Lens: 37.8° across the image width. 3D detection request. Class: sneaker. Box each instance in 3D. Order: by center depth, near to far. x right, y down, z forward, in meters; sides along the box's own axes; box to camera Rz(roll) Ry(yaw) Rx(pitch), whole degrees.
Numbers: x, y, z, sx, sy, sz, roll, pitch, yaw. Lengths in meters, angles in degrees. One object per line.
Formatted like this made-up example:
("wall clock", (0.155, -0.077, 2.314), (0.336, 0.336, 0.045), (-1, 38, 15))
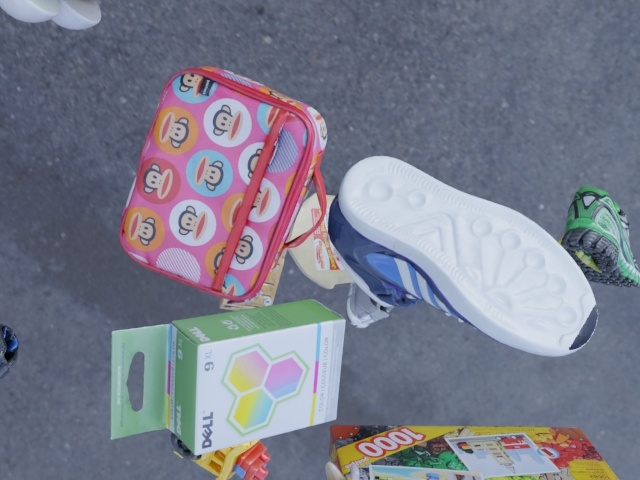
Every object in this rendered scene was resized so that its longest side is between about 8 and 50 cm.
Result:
("sneaker", (0.152, 0.038, 1.096), (0.130, 0.323, 0.236), (-54, 170, -15))
("sneaker", (-0.525, 0.165, 1.418), (0.121, 0.217, 0.079), (-38, 128, -19))
("sneaker", (0.564, 0.001, 1.829), (0.343, 0.134, 0.146), (39, 65, -59))
("sneaker", (0.125, 0.068, 1.997), (0.132, 0.228, 0.086), (-19, 152, 40))

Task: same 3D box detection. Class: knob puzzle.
("knob puzzle", (0.000, 0.000, 1.813), (0.213, 0.030, 0.213), (9, 76, -41))

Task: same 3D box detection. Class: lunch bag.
("lunch bag", (-0.118, -0.070, 1.281), (0.120, 0.258, 0.293), (-47, 159, -74))

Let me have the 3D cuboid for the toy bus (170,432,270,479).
("toy bus", (-0.180, 0.399, 1.919), (0.149, 0.211, 0.220), (-37, 157, -43))

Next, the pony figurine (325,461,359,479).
("pony figurine", (0.045, 0.483, 1.065), (0.363, 0.303, 0.351), (58, 39, -13))

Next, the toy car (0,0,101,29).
("toy car", (-0.246, -0.301, 0.919), (0.159, 0.136, 0.182), (-33, 178, 18))

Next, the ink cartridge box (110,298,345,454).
("ink cartridge box", (-0.082, 0.126, 0.858), (0.209, 0.062, 0.109), (-7, 111, -32))

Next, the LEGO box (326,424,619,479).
("LEGO box", (0.276, 0.500, 1.650), (0.500, 0.372, 0.193), (2, 108, -9))

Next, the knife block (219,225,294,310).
("knife block", (-0.123, -0.033, 1.667), (0.088, 0.242, 0.275), (11, 103, -18))
